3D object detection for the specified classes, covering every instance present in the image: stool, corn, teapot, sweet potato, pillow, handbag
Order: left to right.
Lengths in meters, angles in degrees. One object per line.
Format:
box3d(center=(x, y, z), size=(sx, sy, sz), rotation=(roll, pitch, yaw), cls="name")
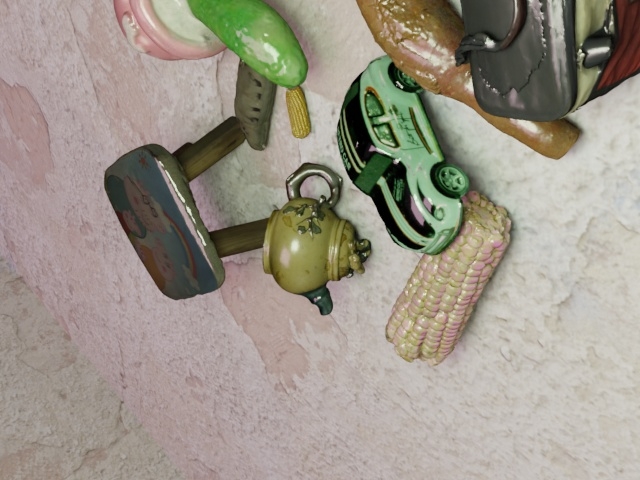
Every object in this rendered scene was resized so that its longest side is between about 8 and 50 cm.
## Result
box3d(center=(-0.251, -0.066, 1.597), size=(0.310, 0.226, 0.311), rotation=(-12, 106, 56), cls="stool")
box3d(center=(-0.123, -0.269, 1.429), size=(0.093, 0.051, 0.241), rotation=(42, 144, 26), cls="pillow")
box3d(center=(-0.039, -0.222, 1.368), size=(0.037, 0.037, 0.092), rotation=(18, 130, 45), cls="corn")
box3d(center=(0.000, 0.000, 1.401), size=(0.182, 0.173, 0.270), rotation=(8, 99, 9), cls="teapot")
box3d(center=(0.194, 0.063, 1.213), size=(0.126, 0.126, 0.335), rotation=(43, 138, 24), cls="corn")
box3d(center=(0.169, -0.237, 1.030), size=(0.385, 0.109, 0.109), rotation=(47, 145, 9), cls="sweet potato")
box3d(center=(0.245, -0.258, 0.832), size=(0.181, 0.181, 0.255), rotation=(18, 130, 50), cls="handbag")

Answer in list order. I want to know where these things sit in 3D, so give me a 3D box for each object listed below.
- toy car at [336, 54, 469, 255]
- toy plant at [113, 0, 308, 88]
box3d(center=(0.100, -0.123, 1.129), size=(0.136, 0.125, 0.306), rotation=(126, 134, -55), cls="toy car")
box3d(center=(-0.187, -0.386, 1.295), size=(0.356, 0.211, 0.317), rotation=(3, 134, 52), cls="toy plant")
